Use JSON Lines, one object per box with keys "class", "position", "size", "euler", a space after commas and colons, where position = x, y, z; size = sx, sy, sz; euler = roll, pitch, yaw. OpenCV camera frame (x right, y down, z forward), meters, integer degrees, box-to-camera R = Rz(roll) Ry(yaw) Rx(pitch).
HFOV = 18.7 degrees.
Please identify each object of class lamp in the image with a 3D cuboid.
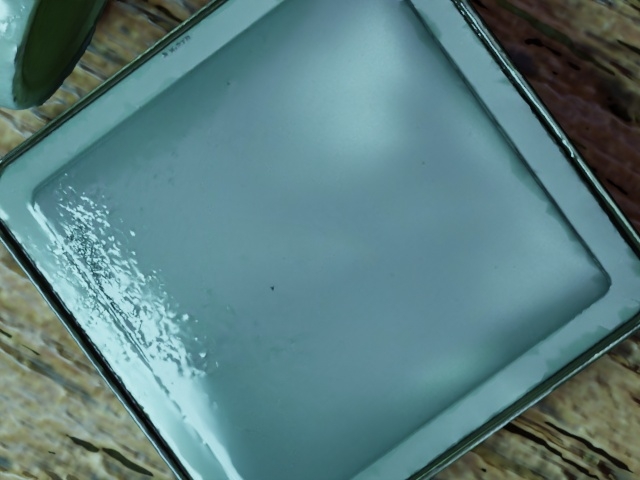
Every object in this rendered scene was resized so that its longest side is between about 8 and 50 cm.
{"class": "lamp", "position": [0.000, 0.000, 1.001], "size": [0.269, 0.047, 0.266], "euler": [-36, 89, 6]}

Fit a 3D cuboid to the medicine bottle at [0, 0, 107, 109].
{"class": "medicine bottle", "position": [-0.178, -0.154, 0.959], "size": [0.143, 0.147, 0.147], "euler": [26, 95, 5]}
